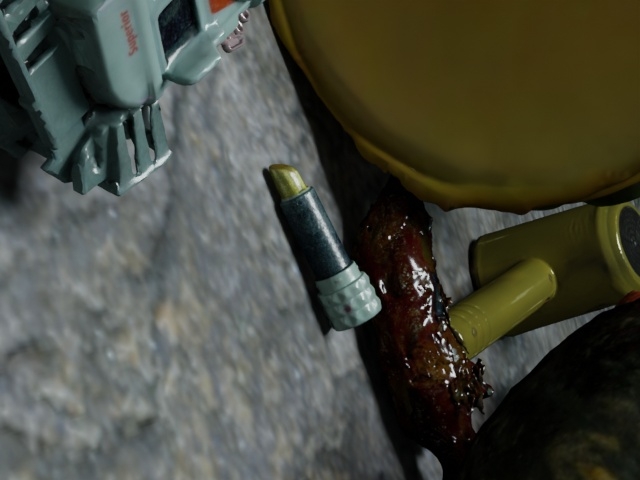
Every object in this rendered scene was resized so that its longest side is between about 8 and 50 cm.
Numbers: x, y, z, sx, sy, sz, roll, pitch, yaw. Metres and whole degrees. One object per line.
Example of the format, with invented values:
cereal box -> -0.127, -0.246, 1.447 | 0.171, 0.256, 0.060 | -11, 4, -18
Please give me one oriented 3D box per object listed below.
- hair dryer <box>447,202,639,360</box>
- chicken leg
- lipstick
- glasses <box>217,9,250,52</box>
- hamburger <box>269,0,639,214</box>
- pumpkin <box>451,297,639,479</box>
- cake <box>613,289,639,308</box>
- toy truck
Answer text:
hair dryer -> 0.160, 0.044, 1.406 | 0.279, 0.135, 0.090 | -27, 99, -59
chicken leg -> 0.069, 0.059, 1.236 | 0.105, 0.063, 0.233 | -11, 83, -74
lipstick -> 0.000, 0.000, 1.150 | 0.116, 0.037, 0.037 | 65, 22, -10
glasses -> -0.078, -0.179, 1.015 | 0.255, 0.095, 0.162 | -41, 117, -64
hamburger -> 0.172, -0.230, 1.264 | 0.277, 0.396, 0.395 | -30, 102, -65
pumpkin -> 0.272, 0.233, 1.086 | 0.344, 0.454, 0.454 | 39, -15, 54
cake -> 0.269, 0.179, 1.381 | 0.151, 0.177, 0.283 | -45, 154, -66
toy truck -> -0.112, -0.168, 0.760 | 0.184, 0.133, 0.338 | -53, 156, -27
